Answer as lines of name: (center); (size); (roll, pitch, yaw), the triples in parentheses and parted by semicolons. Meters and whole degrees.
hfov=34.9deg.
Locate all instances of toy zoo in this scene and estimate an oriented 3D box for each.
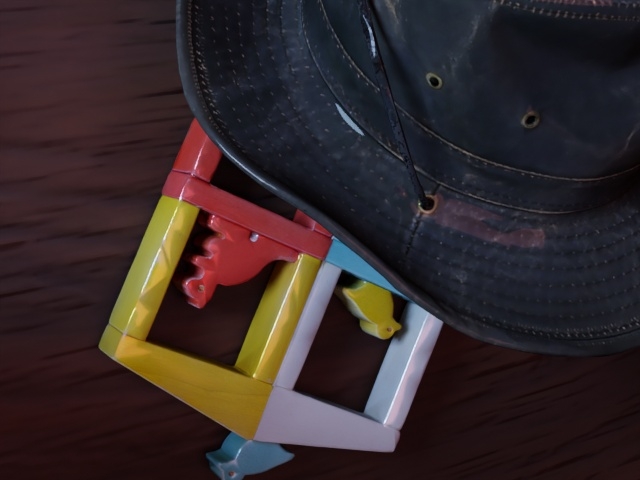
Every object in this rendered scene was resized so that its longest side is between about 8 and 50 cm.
toy zoo: (0.000, 0.000, 0.583); (0.192, 0.030, 0.293); (25, 86, -30)

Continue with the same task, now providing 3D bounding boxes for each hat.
hat: (0.104, -0.117, 0.481); (0.331, 0.134, 0.331); (10, 61, -18)

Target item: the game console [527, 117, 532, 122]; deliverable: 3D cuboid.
game console: (0.127, -0.056, 0.575); (0.144, 0.085, 0.124); (40, 85, -28)
